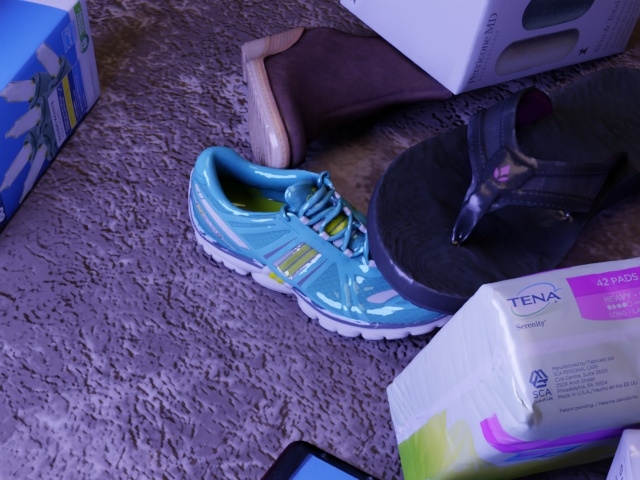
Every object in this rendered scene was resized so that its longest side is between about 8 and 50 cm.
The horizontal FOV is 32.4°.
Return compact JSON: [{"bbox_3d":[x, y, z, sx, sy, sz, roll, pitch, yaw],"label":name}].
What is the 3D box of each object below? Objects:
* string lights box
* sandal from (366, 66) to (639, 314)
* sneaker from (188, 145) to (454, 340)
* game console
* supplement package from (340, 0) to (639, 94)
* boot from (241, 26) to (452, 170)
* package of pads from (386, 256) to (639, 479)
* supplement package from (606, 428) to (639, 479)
[{"bbox_3d":[-0.307,-0.117,1.044,0.077,0.133,0.259,14,49,12],"label":"string lights box"},{"bbox_3d":[0.203,-0.082,0.976,0.167,0.107,0.446,41,48,21],"label":"sandal"},{"bbox_3d":[0.000,0.000,0.953,0.275,0.110,0.107,22,51,18],"label":"sneaker"},{"bbox_3d":[0.007,0.199,0.789,0.144,0.124,0.085,23,78,21],"label":"game console"},{"bbox_3d":[0.196,-0.304,1.139,0.263,0.199,0.198,-18,48,-34],"label":"supplement package"},{"bbox_3d":[0.030,-0.149,1.087,0.207,0.090,0.248,-3,34,-6],"label":"boot"},{"bbox_3d":[0.187,0.090,0.743,0.229,0.296,0.101,-9,73,-12],"label":"package of pads"},{"bbox_3d":[0.226,0.235,0.644,0.134,0.244,0.139,3,48,3],"label":"supplement package"}]
